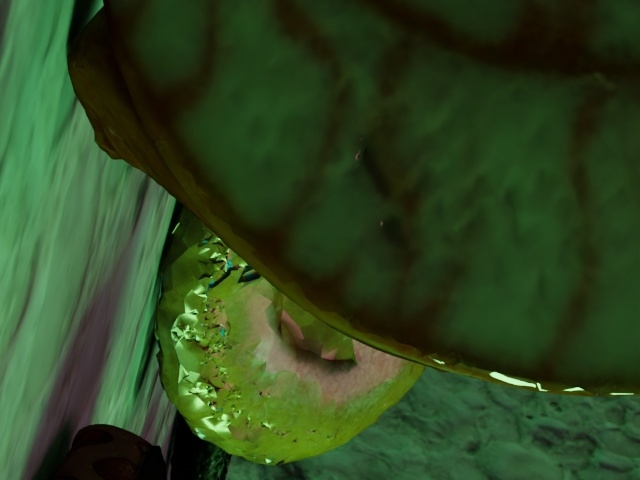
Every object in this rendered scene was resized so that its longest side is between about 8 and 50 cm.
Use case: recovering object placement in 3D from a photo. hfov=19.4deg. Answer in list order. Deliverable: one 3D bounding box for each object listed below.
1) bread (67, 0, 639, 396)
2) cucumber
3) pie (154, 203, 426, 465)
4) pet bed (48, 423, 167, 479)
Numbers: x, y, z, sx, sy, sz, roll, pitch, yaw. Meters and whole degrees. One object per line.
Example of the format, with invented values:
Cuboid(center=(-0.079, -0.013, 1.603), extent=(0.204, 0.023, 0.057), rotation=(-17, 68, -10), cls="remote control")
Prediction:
Cuboid(center=(0.094, -0.117, 0.531), extent=(0.114, 0.295, 0.328), rotation=(-9, 115, -84), cls="bread")
Cuboid(center=(-0.091, 0.161, 1.512), extent=(0.052, 0.058, 0.215), rotation=(62, -33, 37), cls="cucumber")
Cuboid(center=(0.001, -0.001, 1.085), extent=(0.273, 0.069, 0.273), rotation=(-18, 113, -51), cls="pie")
Cuboid(center=(-0.109, 0.174, 0.795), extent=(0.201, 0.053, 0.201), rotation=(-164, -90, -90), cls="pet bed")
